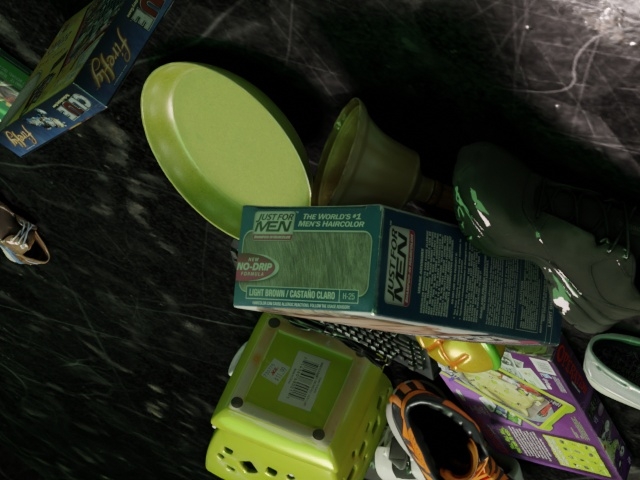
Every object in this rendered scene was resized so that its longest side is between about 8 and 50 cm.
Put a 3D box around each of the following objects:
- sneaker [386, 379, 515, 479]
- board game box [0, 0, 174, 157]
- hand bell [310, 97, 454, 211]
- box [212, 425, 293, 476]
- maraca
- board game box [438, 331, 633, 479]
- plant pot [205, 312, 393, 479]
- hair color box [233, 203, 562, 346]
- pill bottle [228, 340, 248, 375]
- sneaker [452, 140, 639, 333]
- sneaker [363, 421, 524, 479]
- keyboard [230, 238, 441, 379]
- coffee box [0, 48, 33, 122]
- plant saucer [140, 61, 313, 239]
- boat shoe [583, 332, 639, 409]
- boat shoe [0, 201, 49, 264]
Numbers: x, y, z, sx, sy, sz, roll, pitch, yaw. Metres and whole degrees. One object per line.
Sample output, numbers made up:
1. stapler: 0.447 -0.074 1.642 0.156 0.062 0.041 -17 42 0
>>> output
1. sneaker: 0.205 0.342 1.906 0.321 0.124 0.180 51 178 -5
2. board game box: -0.239 -0.182 1.388 0.042 0.165 0.243 37 156 -21
3. hand bell: 0.124 -0.047 1.400 0.242 0.126 0.126 18 159 -13
4. box: -0.060 0.313 2.296 0.203 0.114 0.103 36 155 -18
5. maraca: 0.150 0.086 1.628 0.186 0.099 0.127 44 166 33
6. board game box: 0.271 0.208 1.811 0.208 0.056 0.347 6 149 33
7. plant pot: -0.028 0.243 1.981 0.227 0.228 0.207 20 151 11
8. hair color box: 0.090 0.040 1.387 0.174 0.105 0.347 0 172 39
9. pill bottle: -0.083 0.215 2.176 0.116 0.065 0.065 33 156 -13
10. sneaker: 0.244 -0.014 1.330 0.286 0.109 0.130 34 147 -32
11. sneaker: 0.158 0.316 2.087 0.331 0.122 0.146 16 144 13
12. keyboard: 0.019 0.105 1.823 0.317 0.033 0.201 27 161 25
13. coffee box: -0.417 -0.188 1.723 0.113 0.040 0.184 36 155 -20
14. plant saucer: -0.095 -0.099 1.497 0.241 0.037 0.241 28 142 24
15. boat shoe: 0.401 0.166 1.538 0.227 0.079 0.081 20 160 24
16. boat shoe: -0.475 -0.014 2.132 0.066 0.066 0.183 13 163 19
